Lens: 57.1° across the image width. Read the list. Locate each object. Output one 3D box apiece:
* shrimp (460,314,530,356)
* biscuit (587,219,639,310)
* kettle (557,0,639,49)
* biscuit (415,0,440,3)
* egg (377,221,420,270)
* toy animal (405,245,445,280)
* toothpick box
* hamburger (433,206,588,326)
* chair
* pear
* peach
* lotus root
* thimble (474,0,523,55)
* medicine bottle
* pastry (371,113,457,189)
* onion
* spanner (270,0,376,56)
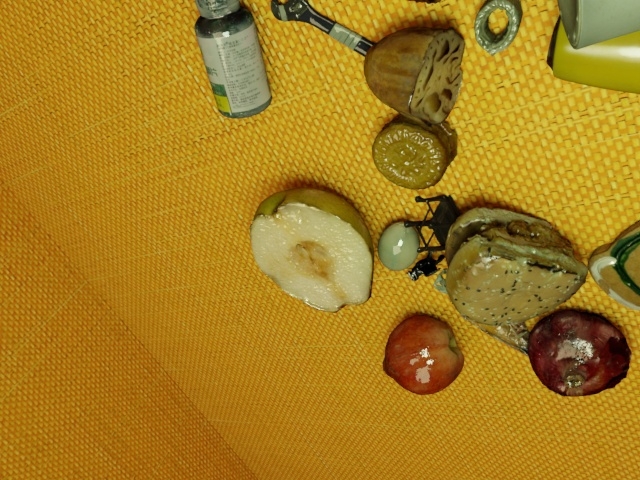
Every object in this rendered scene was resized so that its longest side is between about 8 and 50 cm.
[{"bbox_3d":[0.514,0.215,1.630,0.317,0.062,0.164,38,135,-1],"label":"shrimp"},{"bbox_3d":[0.801,0.061,1.315,0.287,0.057,0.344,40,138,-8],"label":"biscuit"},{"bbox_3d":[0.518,-0.487,0.798,0.376,0.250,0.361,-10,118,17],"label":"kettle"},{"bbox_3d":[0.119,-0.567,0.997,0.046,0.359,0.359,-30,118,-2],"label":"biscuit"},{"bbox_3d":[0.211,0.015,1.584,0.114,0.114,0.152,22,138,12],"label":"egg"},{"bbox_3d":[0.286,0.069,1.601,0.062,0.108,0.220,36,169,-5],"label":"toy animal"},{"bbox_3d":[0.541,-0.342,1.015,0.271,0.175,0.175,13,134,24],"label":"toothpick box"},{"bbox_3d":[0.439,0.072,1.407,0.318,0.195,0.277,10,137,-12],"label":"hamburger"},{"bbox_3d":[0.345,-0.040,1.488,0.229,0.113,0.106,-2,140,-18],"label":"chair"},{"bbox_3d":[0.000,0.000,1.641,0.340,0.191,0.386,-18,122,30],"label":"pear"},{"bbox_3d":[0.291,0.348,1.767,0.256,0.232,0.232,-23,116,24],"label":"peach"},{"bbox_3d":[0.190,-0.355,1.240,0.180,0.199,0.188,28,102,37],"label":"lotus root"},{"bbox_3d":[0.344,-0.419,1.140,0.084,0.062,0.110,13,134,19],"label":"thimble"},{"bbox_3d":[-0.210,-0.447,1.389,0.141,0.141,0.293,9,133,24],"label":"medicine bottle"},{"bbox_3d":[0.220,-0.209,1.379,0.188,0.103,0.189,16,136,17],"label":"pastry"},{"bbox_3d":[0.654,0.304,1.511,0.252,0.219,0.252,12,125,18],"label":"onion"},{"bbox_3d":[0.032,-0.472,1.310,0.316,0.024,0.087,30,134,3],"label":"spanner"}]
